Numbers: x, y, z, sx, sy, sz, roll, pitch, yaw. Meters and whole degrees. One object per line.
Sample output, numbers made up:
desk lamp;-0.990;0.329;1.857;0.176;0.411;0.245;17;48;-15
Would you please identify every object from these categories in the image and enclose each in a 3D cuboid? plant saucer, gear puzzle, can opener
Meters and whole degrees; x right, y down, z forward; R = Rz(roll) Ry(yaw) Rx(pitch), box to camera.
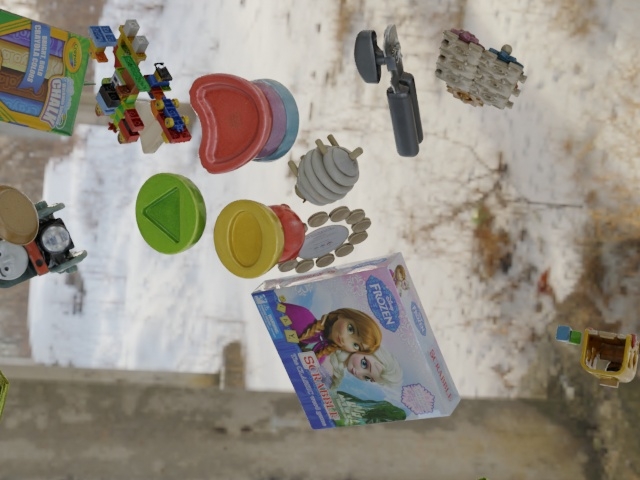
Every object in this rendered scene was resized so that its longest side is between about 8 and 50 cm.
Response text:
plant saucer;-0.390;-0.034;1.298;0.015;0.083;0.083;-47;-27;-56
gear puzzle;0.309;-0.323;1.987;0.044;0.175;0.339;-61;-6;-8
can opener;0.129;-0.281;1.920;0.283;0.095;0.076;75;-153;-44

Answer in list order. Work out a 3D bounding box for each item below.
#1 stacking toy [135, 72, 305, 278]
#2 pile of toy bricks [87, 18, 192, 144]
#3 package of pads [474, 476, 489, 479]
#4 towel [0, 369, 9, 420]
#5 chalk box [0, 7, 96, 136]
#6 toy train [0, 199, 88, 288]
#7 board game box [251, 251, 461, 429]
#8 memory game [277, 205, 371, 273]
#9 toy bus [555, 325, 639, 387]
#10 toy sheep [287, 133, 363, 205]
stacking toy;-0.149;-0.105;1.611;0.130;0.279;0.309;-11;-78;-57
pile of toy bricks;-0.271;-0.196;1.407;0.212;0.118;0.105;60;138;21
package of pads;0.263;0.539;1.552;0.101;0.229;0.296;-34;23;45
towel;-0.588;0.329;1.759;0.102;0.021;0.237;32;108;47
chalk box;-0.522;-0.287;1.749;0.180;0.289;0.179;15;92;36
toy train;-0.551;0.020;1.862;0.334;0.190;0.142;0;116;65
board game box;0.064;0.200;1.939;0.066;0.318;0.318;-44;-65;-52
memory game;0.000;0.000;1.719;0.186;0.186;0.012;111;141;-53
toy bus;0.588;0.241;2.054;0.191;0.202;0.104;160;124;-71
toy sheep;0.010;-0.097;1.443;0.132;0.091;0.091;-35;47;40
